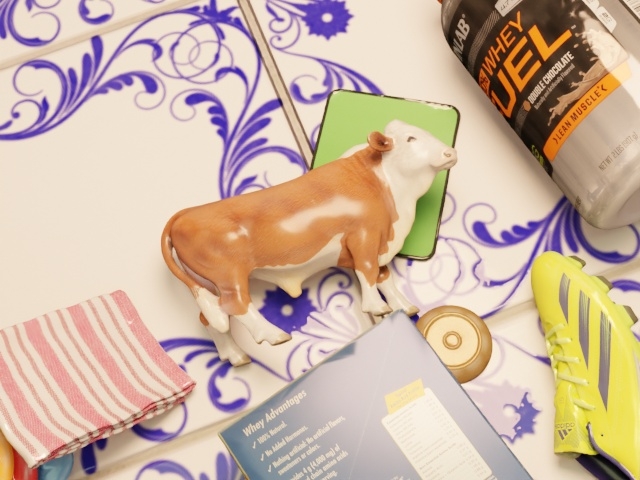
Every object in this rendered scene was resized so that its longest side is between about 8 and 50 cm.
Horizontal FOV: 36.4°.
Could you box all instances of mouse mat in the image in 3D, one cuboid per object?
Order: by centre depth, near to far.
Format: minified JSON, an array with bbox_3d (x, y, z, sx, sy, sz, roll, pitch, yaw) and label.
[{"bbox_3d":[0.064,-0.075,1.057,0.152,0.007,0.190,10,68,8],"label":"mouse mat"}]

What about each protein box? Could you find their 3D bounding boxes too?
[{"bbox_3d":[0.052,0.209,0.871,0.199,0.136,0.201,-34,70,-9],"label":"protein box"}]

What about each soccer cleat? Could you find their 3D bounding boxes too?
[{"bbox_3d":[0.257,0.142,0.911,0.121,0.093,0.289,-26,68,1],"label":"soccer cleat"}]

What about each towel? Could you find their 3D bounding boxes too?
[{"bbox_3d":[-0.229,0.122,0.925,0.144,0.029,0.197,47,37,20],"label":"towel"}]

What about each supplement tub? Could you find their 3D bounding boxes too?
[{"bbox_3d":[0.262,-0.197,0.985,0.207,0.207,0.338,-30,68,-8],"label":"supplement tub"}]

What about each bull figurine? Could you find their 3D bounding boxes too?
[{"bbox_3d":[0.000,0.000,0.975,0.310,0.101,0.189,-17,76,2],"label":"bull figurine"}]

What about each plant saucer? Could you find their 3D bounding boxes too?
[{"bbox_3d":[0.131,0.102,0.975,0.083,0.015,0.084,-1,68,3],"label":"plant saucer"}]

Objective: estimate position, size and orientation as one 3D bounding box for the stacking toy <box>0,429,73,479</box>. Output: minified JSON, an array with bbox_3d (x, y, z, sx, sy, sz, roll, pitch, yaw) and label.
[{"bbox_3d":[-0.351,0.192,0.817,0.165,0.302,0.175,26,73,13],"label":"stacking toy"}]
